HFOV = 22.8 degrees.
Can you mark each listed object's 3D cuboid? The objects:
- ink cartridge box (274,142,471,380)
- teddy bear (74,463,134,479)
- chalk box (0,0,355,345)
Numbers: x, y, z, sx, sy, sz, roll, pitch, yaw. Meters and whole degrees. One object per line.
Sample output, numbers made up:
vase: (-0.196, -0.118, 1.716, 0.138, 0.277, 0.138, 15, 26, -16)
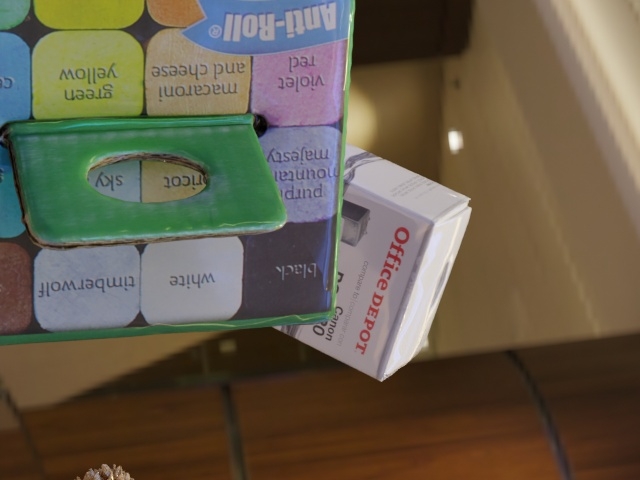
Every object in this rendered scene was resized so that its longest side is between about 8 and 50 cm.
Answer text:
ink cartridge box: (0.000, 0.000, 1.365, 0.092, 0.218, 0.158, -32, 143, -61)
teddy bear: (-0.146, 0.257, 1.027, 0.113, 0.338, 0.245, -49, -173, 33)
chalk box: (-0.092, -0.071, 0.656, 0.289, 0.180, 0.179, -130, -140, -63)
